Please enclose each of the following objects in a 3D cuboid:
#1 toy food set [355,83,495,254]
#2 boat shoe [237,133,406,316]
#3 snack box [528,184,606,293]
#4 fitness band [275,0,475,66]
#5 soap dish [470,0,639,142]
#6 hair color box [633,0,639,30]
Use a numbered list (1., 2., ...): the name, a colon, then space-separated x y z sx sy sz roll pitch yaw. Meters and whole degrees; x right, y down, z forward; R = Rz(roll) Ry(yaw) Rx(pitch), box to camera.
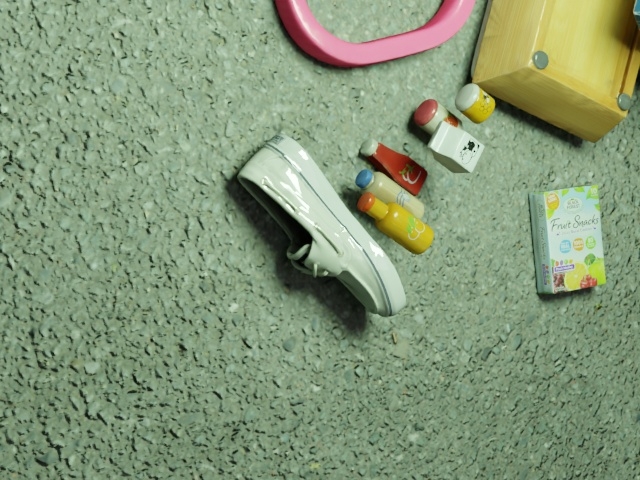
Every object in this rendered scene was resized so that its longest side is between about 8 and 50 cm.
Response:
1. toy food set: 0.118 -0.108 1.684 0.104 0.111 0.232 34 76 -28
2. boat shoe: 0.000 0.000 1.626 0.088 0.096 0.267 -42 110 -20
3. snack box: 0.343 -0.002 1.869 0.100 0.037 0.141 -8 95 -32
4. fitness band: 0.075 -0.330 1.689 0.291 0.054 0.209 -18 101 -29
5. soap dish: 0.340 -0.305 1.815 0.229 0.118 0.291 21 79 -30
6. hair color box: 0.517 -0.311 1.828 0.347 0.105 0.174 35 70 -65
